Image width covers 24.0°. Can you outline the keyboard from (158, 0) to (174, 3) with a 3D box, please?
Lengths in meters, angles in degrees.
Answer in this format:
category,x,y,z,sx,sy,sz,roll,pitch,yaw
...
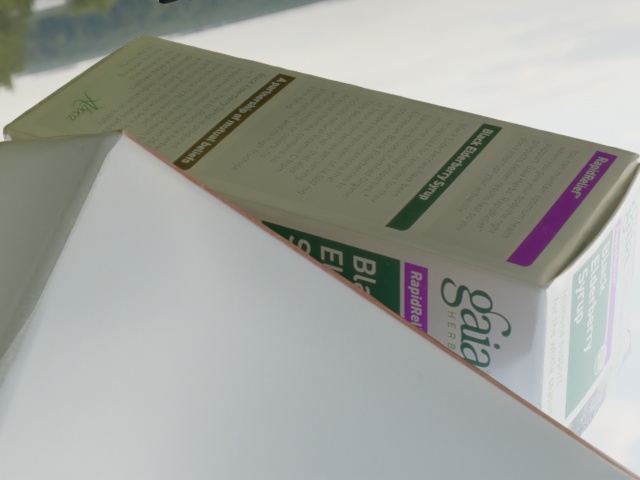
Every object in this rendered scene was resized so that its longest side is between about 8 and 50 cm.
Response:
category,x,y,z,sx,sy,sz,roll,pitch,yaw
keyboard,0.026,-0.136,0.460,0.180,0.023,0.108,-38,177,43

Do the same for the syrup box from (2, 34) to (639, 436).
category,x,y,z,sx,sy,sz,roll,pitch,yaw
syrup box,0.000,0.000,0.594,0.237,0.093,0.096,18,-140,28

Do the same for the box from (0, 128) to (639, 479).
category,x,y,z,sx,sy,sz,roll,pitch,yaw
box,-0.109,0.094,0.486,0.345,0.215,0.168,2,-117,51
